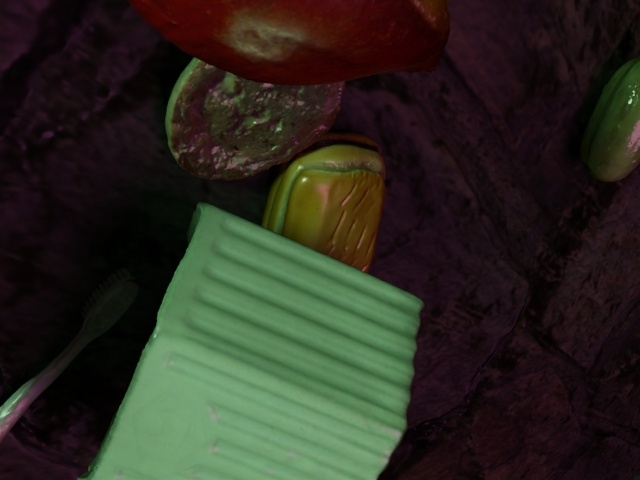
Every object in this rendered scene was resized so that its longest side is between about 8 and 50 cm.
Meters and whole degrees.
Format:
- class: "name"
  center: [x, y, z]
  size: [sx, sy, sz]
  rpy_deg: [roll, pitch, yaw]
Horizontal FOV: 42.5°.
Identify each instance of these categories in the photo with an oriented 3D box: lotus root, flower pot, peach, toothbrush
- class: "lotus root"
  center: [0.379, -0.157, 0.998]
  size: [0.077, 0.090, 0.183]
  rpy_deg: [18, 108, -7]
- class: "flower pot"
  center: [-0.051, 0.112, 0.630]
  size: [0.189, 0.209, 0.239]
  rpy_deg: [23, 103, -8]
- class: "peach"
  center: [-0.038, -0.174, 0.472]
  size: [0.153, 0.159, 0.267]
  rpy_deg: [-23, 125, 24]
- class: "toothbrush"
  center: [-0.251, 0.140, 0.650]
  size: [0.307, 0.029, 0.025]
  rpy_deg: [-48, 130, -2]

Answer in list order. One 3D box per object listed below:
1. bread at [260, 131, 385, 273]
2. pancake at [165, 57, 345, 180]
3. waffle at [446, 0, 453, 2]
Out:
- class: "bread"
  center: [0.000, 0.000, 0.758]
  size: [0.115, 0.077, 0.201]
  rpy_deg: [-2, 119, -35]
- class: "pancake"
  center: [-0.048, -0.102, 0.635]
  size: [0.151, 0.025, 0.152]
  rpy_deg: [-18, 141, -15]
- class: "waffle"
  center: [0.042, -0.256, 0.618]
  size: [0.253, 0.056, 0.249]
  rpy_deg: [-48, 141, -3]
